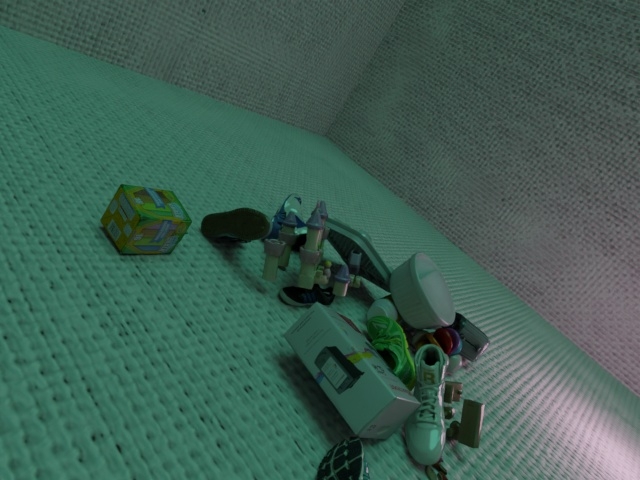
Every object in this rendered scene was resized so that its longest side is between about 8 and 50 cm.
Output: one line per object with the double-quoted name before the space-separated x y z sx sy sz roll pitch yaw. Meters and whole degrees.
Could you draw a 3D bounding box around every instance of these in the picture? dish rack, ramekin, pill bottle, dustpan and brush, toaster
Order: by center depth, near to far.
"pill bottle" 0.235 0.250 1.648 0.103 0.103 0.184 42 22 21
"ramekin" 0.354 0.188 1.654 0.273 0.127 0.273 39 36 -36
"dish rack" 0.144 0.041 1.742 0.285 0.072 0.333 30 -16 51
"dustpan and brush" 0.364 0.299 1.786 0.147 0.060 0.211 4 25 -7
"toaster" 0.544 0.367 1.790 0.146 0.129 0.227 37 3 -1

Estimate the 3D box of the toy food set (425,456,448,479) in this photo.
"toy food set" 0.285 0.557 1.161 0.077 0.019 0.122 20 24 -30

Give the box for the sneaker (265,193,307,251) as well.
"sneaker" -0.105 -0.047 1.813 0.182 0.127 0.316 34 27 -7

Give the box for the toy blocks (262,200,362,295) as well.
"toy blocks" 0.000 0.000 1.473 0.308 0.260 0.288 12 9 4

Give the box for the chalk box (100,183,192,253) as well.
"chalk box" -0.449 -0.053 1.268 0.132 0.132 0.213 50 25 23

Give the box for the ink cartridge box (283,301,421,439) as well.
"ink cartridge box" 0.079 0.319 1.153 0.306 0.131 0.226 46 3 34

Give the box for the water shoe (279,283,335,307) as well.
"water shoe" -0.039 0.162 1.477 0.203 0.080 0.073 14 27 -40

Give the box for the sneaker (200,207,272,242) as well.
"sneaker" -0.230 -0.043 1.486 0.282 0.099 0.153 1 -6 35

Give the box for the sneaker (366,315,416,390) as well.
"sneaker" 0.199 0.326 1.420 0.123 0.109 0.296 27 22 -27

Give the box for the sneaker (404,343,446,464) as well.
"sneaker" 0.270 0.402 1.203 0.108 0.169 0.293 -1 32 16

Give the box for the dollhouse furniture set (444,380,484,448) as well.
"dollhouse furniture set" 0.413 0.489 1.325 0.123 0.144 0.151 17 -11 -37

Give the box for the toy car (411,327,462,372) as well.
"toy car" 0.421 0.363 1.621 0.181 0.136 0.159 15 27 -40

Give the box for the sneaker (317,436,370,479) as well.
"sneaker" 0.063 0.500 0.896 0.110 0.107 0.275 58 8 -20
